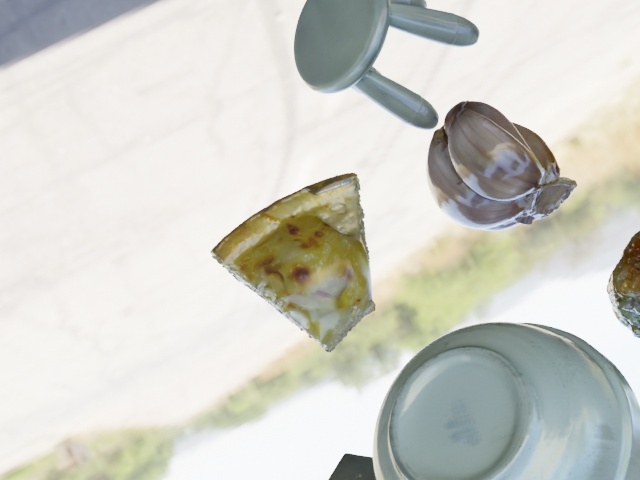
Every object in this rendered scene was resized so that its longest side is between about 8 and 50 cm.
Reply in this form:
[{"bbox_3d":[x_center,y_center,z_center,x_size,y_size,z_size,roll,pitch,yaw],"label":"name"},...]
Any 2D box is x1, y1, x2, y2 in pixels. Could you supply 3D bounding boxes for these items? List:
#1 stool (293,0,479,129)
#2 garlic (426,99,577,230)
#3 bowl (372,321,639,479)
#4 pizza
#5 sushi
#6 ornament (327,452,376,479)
[{"bbox_3d":[0.093,-0.291,2.323,0.198,0.195,0.195,14,106,-37],"label":"stool"},{"bbox_3d":[0.218,-0.091,2.110,0.160,0.191,0.214,-57,158,17],"label":"garlic"},{"bbox_3d":[0.186,0.218,1.712,0.307,0.307,0.163,-29,144,17],"label":"bowl"},{"bbox_3d":[0.001,0.009,1.871,0.204,0.188,0.080,-42,164,-15],"label":"pizza"},{"bbox_3d":[0.488,0.077,2.126,0.139,0.184,0.274,-62,154,-5],"label":"sushi"},{"bbox_3d":[0.060,0.396,2.022,0.130,0.120,0.285,-57,158,-34],"label":"ornament"}]
